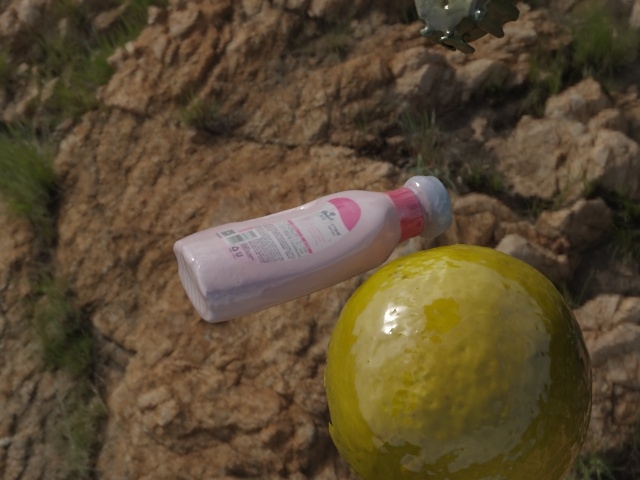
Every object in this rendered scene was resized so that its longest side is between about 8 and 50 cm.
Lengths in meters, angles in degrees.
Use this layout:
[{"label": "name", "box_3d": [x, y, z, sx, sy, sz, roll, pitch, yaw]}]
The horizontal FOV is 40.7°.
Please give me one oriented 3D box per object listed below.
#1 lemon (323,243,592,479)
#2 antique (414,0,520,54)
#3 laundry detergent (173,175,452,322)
[{"label": "lemon", "box_3d": [0.141, 0.149, 0.911, 0.297, 0.297, 0.297, -9, 54, 13]}, {"label": "antique", "box_3d": [0.193, -0.402, 1.200, 0.125, 0.150, 0.284, -19, 70, 41]}, {"label": "laundry detergent", "box_3d": [0.000, 0.000, 1.038, 0.335, 0.088, 0.159, -18, 34, -20]}]
